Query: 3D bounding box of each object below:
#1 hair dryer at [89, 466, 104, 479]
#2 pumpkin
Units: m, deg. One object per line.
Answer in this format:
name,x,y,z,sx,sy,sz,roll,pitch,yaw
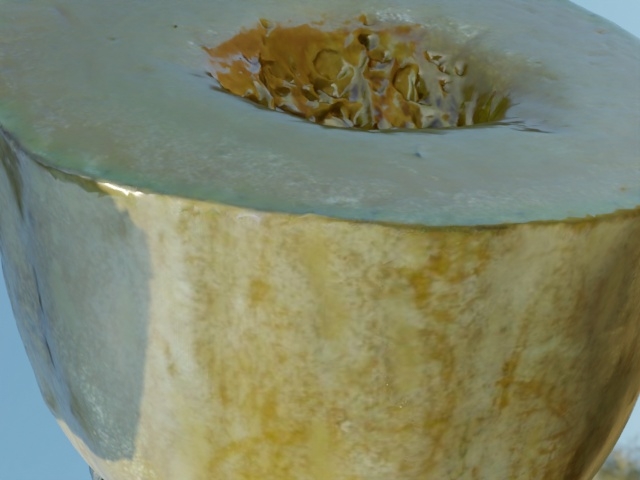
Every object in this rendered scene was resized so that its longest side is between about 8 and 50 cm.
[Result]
hair dryer,-0.172,0.232,1.362,0.352,0.107,0.189,114,176,-47
pumpkin,0.000,0.000,0.654,0.332,0.332,0.199,-31,-42,-50
